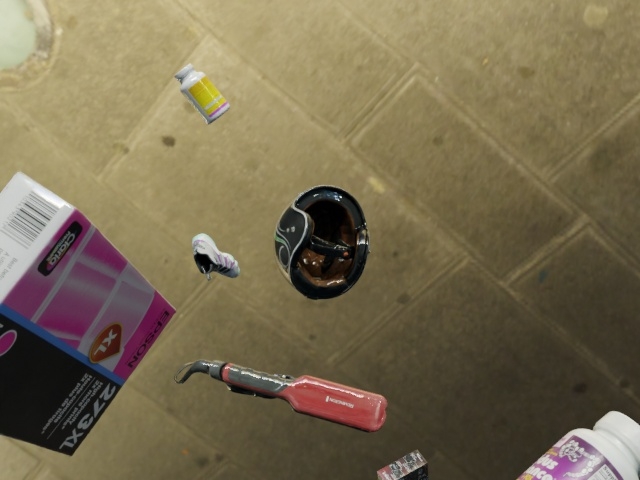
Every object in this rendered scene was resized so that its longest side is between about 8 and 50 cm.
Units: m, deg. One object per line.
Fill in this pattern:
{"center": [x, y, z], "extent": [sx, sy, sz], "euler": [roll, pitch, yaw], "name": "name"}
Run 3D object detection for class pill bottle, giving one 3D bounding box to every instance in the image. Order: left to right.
{"center": [-0.169, -0.208, 1.266], "extent": [0.043, 0.043, 0.083], "euler": [-32, 104, 29], "name": "pill bottle"}
{"center": [0.472, 0.454, 1.642], "extent": [0.301, 0.169, 0.169], "euler": [-36, 110, -16], "name": "pill bottle"}

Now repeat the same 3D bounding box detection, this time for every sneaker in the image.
{"center": [-0.164, 0.042, 1.381], "extent": [0.038, 0.069, 0.098], "euler": [-36, 121, 23], "name": "sneaker"}

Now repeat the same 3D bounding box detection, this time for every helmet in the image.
{"center": [0.000, 0.000, 1.464], "extent": [0.169, 0.161, 0.169], "euler": [-4, 121, -6], "name": "helmet"}

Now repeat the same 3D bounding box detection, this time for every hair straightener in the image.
{"center": [-0.045, 0.169, 0.977], "extent": [0.230, 0.047, 0.089], "euler": [10, 166, 1], "name": "hair straightener"}

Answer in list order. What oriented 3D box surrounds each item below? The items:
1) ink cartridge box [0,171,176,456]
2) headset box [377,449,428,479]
{"center": [-0.226, 0.091, 0.792], "extent": [0.069, 0.176, 0.371], "euler": [31, 167, 14], "name": "ink cartridge box"}
{"center": [0.125, 0.372, 1.390], "extent": [0.083, 0.032, 0.062], "euler": [-24, 133, -16], "name": "headset box"}
